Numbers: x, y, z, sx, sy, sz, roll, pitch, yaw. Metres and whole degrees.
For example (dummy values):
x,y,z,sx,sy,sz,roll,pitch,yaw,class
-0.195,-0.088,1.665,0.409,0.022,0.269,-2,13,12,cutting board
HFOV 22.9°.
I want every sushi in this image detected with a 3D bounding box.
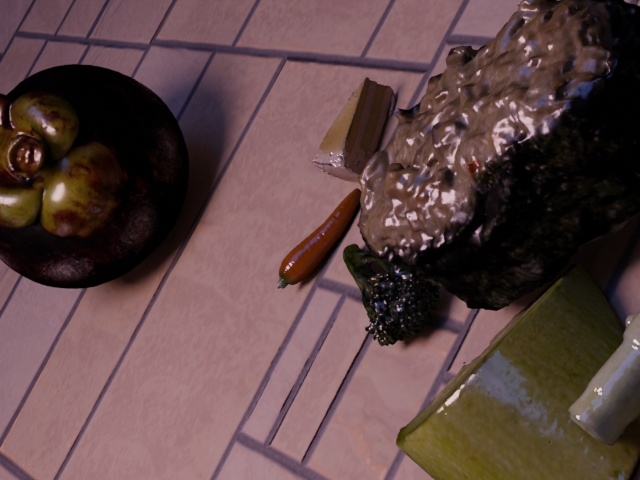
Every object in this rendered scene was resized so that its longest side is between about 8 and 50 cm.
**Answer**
x,y,z,sx,sy,sz,roll,pitch,yaw,class
0.183,-0.082,1.381,0.350,0.171,0.211,-33,29,49,sushi

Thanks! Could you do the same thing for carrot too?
x,y,z,sx,sy,sz,roll,pitch,yaw,class
0.000,0.000,1.742,0.142,0.035,0.035,-48,31,2,carrot

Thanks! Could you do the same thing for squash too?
x,y,z,sx,sy,sz,roll,pitch,yaw,class
0.181,0.159,1.354,0.237,0.155,0.204,-49,-5,17,squash

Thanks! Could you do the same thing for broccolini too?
x,y,z,sx,sy,sz,roll,pitch,yaw,class
0.049,0.044,1.599,0.202,0.068,0.091,32,109,60,broccolini

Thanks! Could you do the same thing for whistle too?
x,y,z,sx,sy,sz,roll,pitch,yaw,class
0.288,0.049,1.235,0.258,0.067,0.126,-51,33,1,whistle

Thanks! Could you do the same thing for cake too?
x,y,z,sx,sy,sz,roll,pitch,yaw,class
0.039,-0.126,1.777,0.065,0.052,0.121,-8,57,55,cake

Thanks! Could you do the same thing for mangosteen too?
x,y,z,sx,sy,sz,roll,pitch,yaw,class
-0.330,-0.089,2.016,0.297,0.313,0.297,-32,49,46,mangosteen
